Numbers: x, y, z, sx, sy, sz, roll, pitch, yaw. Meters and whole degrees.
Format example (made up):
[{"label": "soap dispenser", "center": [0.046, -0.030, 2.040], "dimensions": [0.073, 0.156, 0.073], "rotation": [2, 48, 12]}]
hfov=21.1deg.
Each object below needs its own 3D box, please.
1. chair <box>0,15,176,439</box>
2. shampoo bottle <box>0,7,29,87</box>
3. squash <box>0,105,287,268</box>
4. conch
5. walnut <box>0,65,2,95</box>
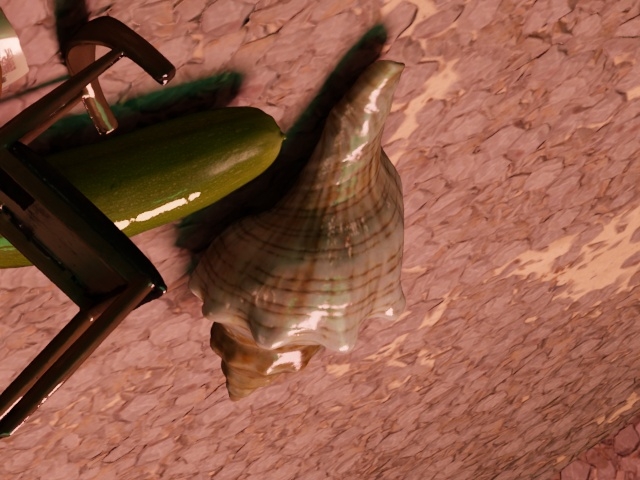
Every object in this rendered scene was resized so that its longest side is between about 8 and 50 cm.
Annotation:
[{"label": "chair", "center": [-0.189, -0.006, 1.183], "dimensions": [0.272, 0.166, 0.188], "rotation": [-48, -172, -19]}, {"label": "shampoo bottle", "center": [-0.274, -0.106, 1.151], "dimensions": [0.152, 0.045, 0.077], "rotation": [-29, 157, -10]}, {"label": "squash", "center": [-0.163, -0.040, 1.346], "dimensions": [0.292, 0.082, 0.082], "rotation": [-20, 152, -26]}, {"label": "conch", "center": [0.009, 0.011, 1.543], "dimensions": [0.386, 0.169, 0.203], "rotation": [-46, 176, 31]}, {"label": "walnut", "center": [-0.287, -0.092, 1.003], "dimensions": [0.213, 0.213, 0.213], "rotation": [-25, 154, -13]}]
